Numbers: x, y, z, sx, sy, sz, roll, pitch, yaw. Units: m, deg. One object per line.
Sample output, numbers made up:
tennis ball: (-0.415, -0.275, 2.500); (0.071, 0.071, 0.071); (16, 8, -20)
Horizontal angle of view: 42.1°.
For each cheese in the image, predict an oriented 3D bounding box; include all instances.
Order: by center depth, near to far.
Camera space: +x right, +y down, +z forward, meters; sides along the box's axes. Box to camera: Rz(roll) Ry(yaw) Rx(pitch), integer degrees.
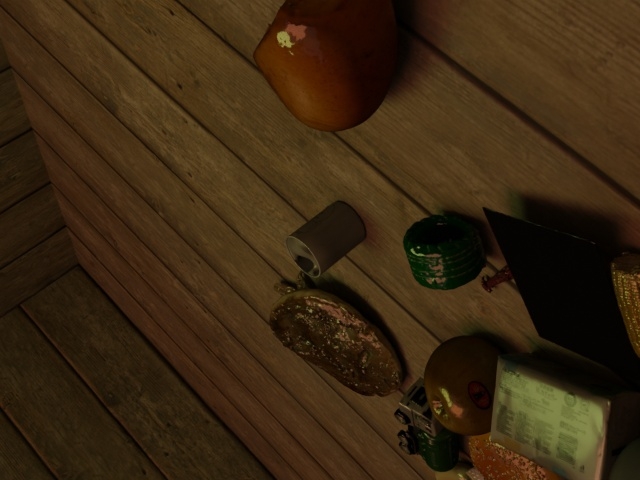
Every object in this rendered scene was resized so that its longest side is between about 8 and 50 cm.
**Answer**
cheese: (0.341, 0.545, 1.887); (0.127, 0.050, 0.255); (48, 155, 11)

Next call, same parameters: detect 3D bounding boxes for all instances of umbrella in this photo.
umbrella: (0.298, 0.055, 1.332); (0.027, 0.025, 0.165); (26, 158, -6)

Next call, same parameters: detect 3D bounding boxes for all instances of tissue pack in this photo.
tissue pack: (0.408, 0.284, 1.345); (0.229, 0.145, 0.159); (16, 105, 54)

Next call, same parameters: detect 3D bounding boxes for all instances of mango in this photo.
mango: (0.006, -0.266, 1.220); (0.350, 0.201, 0.199); (91, 163, -65)

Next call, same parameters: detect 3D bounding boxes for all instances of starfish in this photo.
starfish: (-0.022, 0.177, 2.020); (0.295, 0.048, 0.231); (8, 129, 53)

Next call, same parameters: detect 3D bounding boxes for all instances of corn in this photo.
corn: (0.434, 0.094, 1.096); (0.165, 0.063, 0.085); (64, 177, -22)

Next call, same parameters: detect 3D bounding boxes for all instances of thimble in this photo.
thimble: (0.201, 0.019, 1.345); (0.130, 0.118, 0.090); (-3, 121, 30)

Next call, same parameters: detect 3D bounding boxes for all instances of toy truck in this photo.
toy truck: (0.243, 0.414, 1.828); (0.125, 0.101, 0.242); (28, 149, 34)

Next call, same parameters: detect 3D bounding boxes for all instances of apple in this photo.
apple: (0.268, 0.264, 1.497); (0.182, 0.155, 0.182); (47, 161, 21)

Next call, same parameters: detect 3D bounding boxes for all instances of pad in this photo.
pad: (0.357, 0.080, 1.217); (0.202, 0.005, 0.299); (24, 152, 51)

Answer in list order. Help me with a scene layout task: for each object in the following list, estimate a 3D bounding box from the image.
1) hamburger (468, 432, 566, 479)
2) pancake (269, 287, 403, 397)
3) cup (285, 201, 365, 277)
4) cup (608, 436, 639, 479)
hamburger: (0.381, 0.424, 1.578); (0.210, 0.116, 0.173); (26, 143, 44)
pancake: (0.041, 0.241, 1.924); (0.356, 0.065, 0.356); (28, 149, 19)
cup: (-0.002, -0.008, 1.638); (0.136, 0.133, 0.099); (24, 145, 46)
cup: (0.537, 0.352, 1.097); (0.205, 0.205, 0.312); (54, 156, -3)
